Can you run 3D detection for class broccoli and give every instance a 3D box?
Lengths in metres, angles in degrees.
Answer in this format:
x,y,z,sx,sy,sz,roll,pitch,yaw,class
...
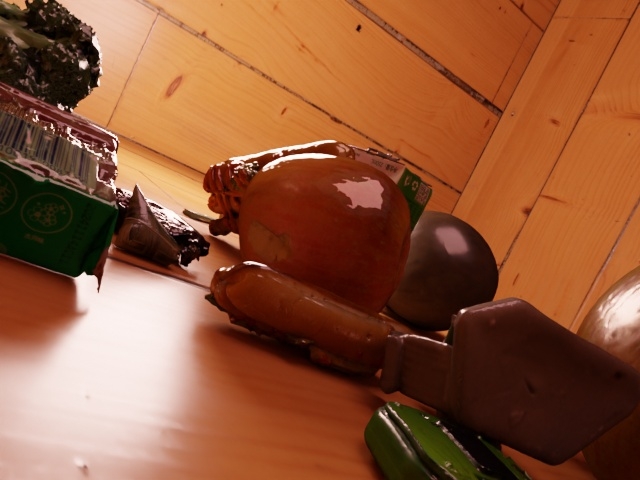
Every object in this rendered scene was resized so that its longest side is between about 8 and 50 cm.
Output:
x,y,z,sx,sy,sz,roll,pitch,yaw,class
-0.392,-0.217,0.703,0.269,0.270,0.270,-7,33,5,broccoli

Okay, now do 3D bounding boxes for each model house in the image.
x,y,z,sx,sy,sz,roll,pitch,yaw,class
0.165,0.138,0.621,0.229,0.122,0.188,26,-19,-23,model house

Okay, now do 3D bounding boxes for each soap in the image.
x,y,z,sx,sy,sz,roll,pitch,yaw,class
-0.301,-0.079,0.530,0.273,0.098,0.218,24,19,-29,soap

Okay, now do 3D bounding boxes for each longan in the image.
x,y,z,sx,sy,sz,roll,pitch,yaw,class
0.223,0.064,1.333,0.300,0.243,0.300,-7,19,2,longan

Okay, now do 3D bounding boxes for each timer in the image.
x,y,z,sx,sy,sz,roll,pitch,yaw,class
0.101,0.170,0.459,0.128,0.047,0.140,26,4,-17,timer

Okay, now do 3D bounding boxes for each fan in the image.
x,y,z,sx,sy,sz,roll,pitch,yaw,class
-0.217,-0.039,1.345,0.038,0.016,0.193,27,4,35,fan

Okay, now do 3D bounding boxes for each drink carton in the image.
x,y,z,sx,sy,sz,roll,pitch,yaw,class
0.074,-0.021,1.129,0.108,0.271,0.161,26,2,-45,drink carton

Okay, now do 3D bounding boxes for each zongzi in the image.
x,y,z,sx,sy,sz,roll,pitch,yaw,class
-0.198,-0.017,0.753,0.076,0.083,0.040,27,-36,-32,zongzi

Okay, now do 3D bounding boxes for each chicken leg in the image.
x,y,z,sx,sy,sz,roll,pitch,yaw,class
-0.259,-0.034,0.796,0.253,0.051,0.106,22,10,-20,chicken leg

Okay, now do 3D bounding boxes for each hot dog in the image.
x,y,z,sx,sy,sz,roll,pitch,yaw,class
-0.001,0.093,0.670,0.250,0.076,0.104,29,-17,-29,hot dog
-0.080,-0.079,1.098,0.348,0.158,0.117,-1,19,38,hot dog

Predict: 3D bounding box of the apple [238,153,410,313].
x,y,z,sx,sy,sz,roll,pitch,yaw,class
0.000,0.000,0.886,0.240,0.242,0.242,15,1,13,apple

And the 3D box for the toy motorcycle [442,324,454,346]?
x,y,z,sx,sy,sz,roll,pitch,yaw,class
0.297,0.182,1.032,0.275,0.127,0.205,28,5,-38,toy motorcycle

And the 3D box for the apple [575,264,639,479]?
x,y,z,sx,sy,sz,roll,pitch,yaw,class
0.473,0.197,0.697,0.400,0.333,0.400,42,12,-11,apple
